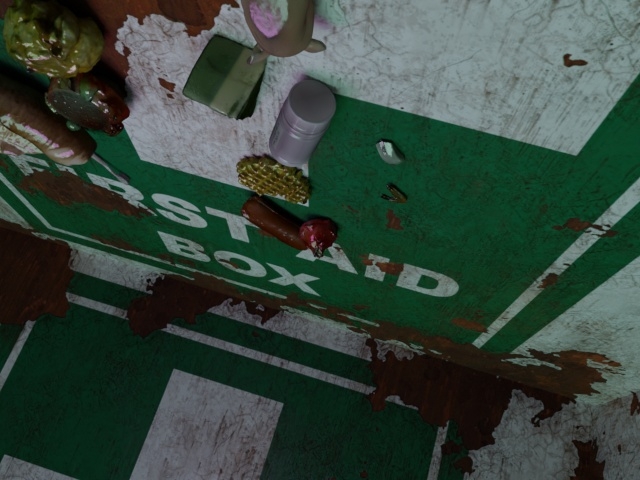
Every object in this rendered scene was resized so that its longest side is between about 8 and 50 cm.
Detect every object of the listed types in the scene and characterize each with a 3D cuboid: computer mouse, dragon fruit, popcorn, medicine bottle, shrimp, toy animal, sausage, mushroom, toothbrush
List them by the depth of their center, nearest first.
[{"bbox_3d":[-0.080,-0.465,1.206,0.166,0.154,0.250,6,159,8],"label":"toy animal"},{"bbox_3d":[-0.676,-0.501,1.528,0.233,0.192,0.266,22,175,-24],"label":"popcorn"},{"bbox_3d":[-0.052,-0.301,1.588,0.133,0.133,0.250,22,159,-8],"label":"medicine bottle"},{"bbox_3d":[0.190,-0.239,1.676,0.055,0.032,0.110,-1,151,38],"label":"computer mouse"},{"bbox_3d":[-0.694,-0.421,1.807,0.268,0.130,0.295,33,154,-31],"label":"dragon fruit"},{"bbox_3d":[0.218,-0.144,1.888,0.083,0.023,0.114,2,156,41],"label":"shrimp"},{"bbox_3d":[-0.941,-0.407,1.985,0.396,0.225,0.314,13,144,-4],"label":"mushroom"},{"bbox_3d":[0.000,0.000,2.222,0.152,0.111,0.153,-7,147,-5],"label":"dragon fruit"},{"bbox_3d":[-0.162,-0.061,2.270,0.330,0.102,0.102,33,154,-32],"label":"sausage"},{"bbox_3d":[-0.849,-0.311,2.323,0.025,0.030,0.307,-12,142,32],"label":"toothbrush"}]

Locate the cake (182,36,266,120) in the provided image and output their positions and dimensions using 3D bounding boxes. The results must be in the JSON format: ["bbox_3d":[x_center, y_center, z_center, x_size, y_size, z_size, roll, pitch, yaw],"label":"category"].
[{"bbox_3d":[-0.226,-0.415,1.570,0.157,0.172,0.283,27,-170,-3],"label":"cake"}]

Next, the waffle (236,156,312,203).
[{"bbox_3d":[-0.160,-0.197,2.013,0.253,0.056,0.249,2,152,30],"label":"waffle"}]
